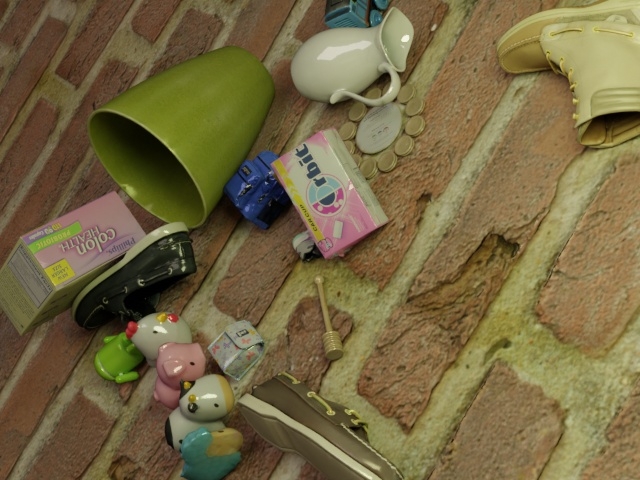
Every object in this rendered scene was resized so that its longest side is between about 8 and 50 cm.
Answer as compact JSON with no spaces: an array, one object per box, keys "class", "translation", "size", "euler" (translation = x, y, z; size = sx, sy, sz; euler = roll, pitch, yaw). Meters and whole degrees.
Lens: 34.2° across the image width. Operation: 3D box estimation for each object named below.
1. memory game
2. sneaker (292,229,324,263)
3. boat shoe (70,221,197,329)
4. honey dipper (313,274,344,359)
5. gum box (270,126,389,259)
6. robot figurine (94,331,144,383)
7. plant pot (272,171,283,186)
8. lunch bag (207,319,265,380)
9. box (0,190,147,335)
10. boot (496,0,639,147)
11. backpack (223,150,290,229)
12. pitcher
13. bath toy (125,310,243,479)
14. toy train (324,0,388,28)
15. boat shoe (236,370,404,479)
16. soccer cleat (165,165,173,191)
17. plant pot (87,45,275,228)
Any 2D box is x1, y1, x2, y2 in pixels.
[{"class":"memory game","translation":[0.101,-0.188,1.758],"size":[0.186,0.012,0.186],"euler":[-23,53,34]},{"class":"sneaker","translation":[0.000,0.000,1.728],"size":[0.098,0.038,0.069],"euler":[-48,45,24]},{"class":"boat shoe","translation":[-0.341,0.099,1.933],"size":[0.340,0.127,0.113],"euler":[-37,75,29]},{"class":"honey dipper","translation":[0.008,0.119,1.657],"size":[0.030,0.030,0.160],"euler":[-36,43,23]},{"class":"gum box","translation":[0.018,-0.072,1.664],"size":[0.107,0.062,0.188],"euler":[-31,88,26]},{"class":"robot figurine","translation":[-0.372,0.215,1.926],"size":[0.115,0.067,0.101],"euler":[-39,58,20]},{"class":"plant pot","translation":[-0.017,-0.111,1.764],"size":[0.081,0.083,0.081],"euler":[-30,13,28]},{"class":"lunch bag","translation":[-0.138,0.178,1.741],"size":[0.083,0.053,0.071],"euler":[-44,45,2]},{"class":"box","translation":[-0.475,0.044,1.947],"size":[0.117,0.214,0.243],"euler":[55,141,3]},{"class":"boot","translation":[0.362,-0.228,1.479],"size":[0.262,0.095,0.203],"euler":[-7,64,36]},{"class":"backpack","translation":[-0.100,-0.096,1.829],"size":[0.120,0.101,0.098],"euler":[-48,50,7]},{"class":"pitcher","translation":[0.052,-0.289,1.778],"size":[0.207,0.125,0.177],"euler":[-14,56,34]},{"class":"bath toy","translation":[-0.235,0.237,1.742],"size":[0.151,0.129,0.348],"euler":[-47,43,13]},{"class":"toy train","translation":[0.067,-0.443,1.867],"size":[0.080,0.105,0.184],"euler":[-13,59,38]},{"class":"boat shoe","translation":[0.009,0.277,1.504],"size":[0.097,0.116,0.324],"euler":[-41,36,-24]},{"class":"soccer cleat","translation":[-0.275,-0.167,2.064],"size":[0.095,0.083,0.247],"euler":[122,147,-63]},{"class":"plant pot","translation":[-0.226,-0.219,1.907],"size":[0.275,0.274,0.293],"euler":[9,48,45]}]
